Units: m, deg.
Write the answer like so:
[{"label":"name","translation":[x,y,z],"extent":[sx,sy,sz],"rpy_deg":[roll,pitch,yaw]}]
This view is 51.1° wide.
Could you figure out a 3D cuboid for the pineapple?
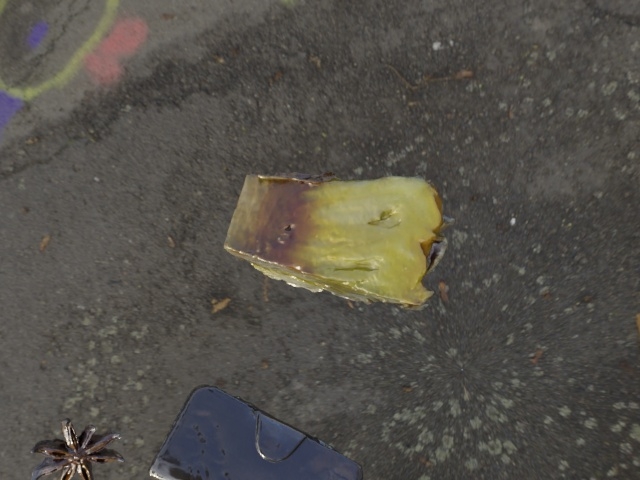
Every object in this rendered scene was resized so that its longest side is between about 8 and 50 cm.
[{"label":"pineapple","translation":[0.000,0.000,0.623],"extent":[0.237,0.186,0.114],"rpy_deg":[-5,68,43]}]

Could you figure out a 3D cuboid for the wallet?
[{"label":"wallet","translation":[-0.094,0.357,1.042],"extent":[0.310,0.042,0.165],"rpy_deg":[29,80,-3]}]

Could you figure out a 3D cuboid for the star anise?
[{"label":"star anise","translation":[-0.367,0.320,1.000],"extent":[0.141,0.141,0.042],"rpy_deg":[-48,33,0]}]
